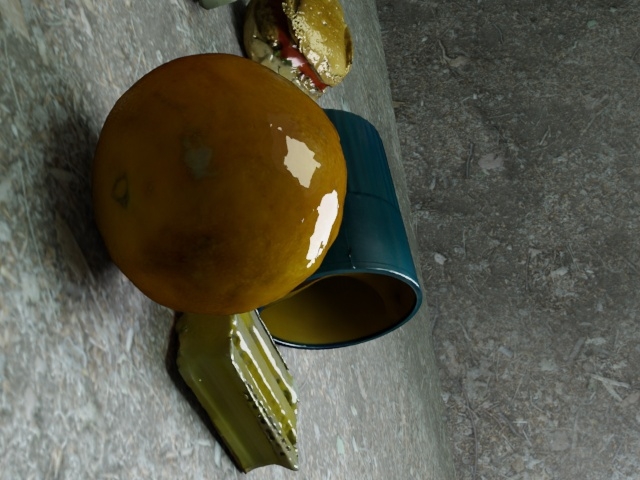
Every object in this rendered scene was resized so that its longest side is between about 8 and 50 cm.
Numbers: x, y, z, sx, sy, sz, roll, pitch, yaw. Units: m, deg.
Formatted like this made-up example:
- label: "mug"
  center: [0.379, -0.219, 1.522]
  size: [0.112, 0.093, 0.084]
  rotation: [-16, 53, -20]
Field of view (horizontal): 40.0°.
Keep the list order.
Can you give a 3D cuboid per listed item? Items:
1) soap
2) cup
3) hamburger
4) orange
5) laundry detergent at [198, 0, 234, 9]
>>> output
- label: "soap"
  center: [-0.094, 0.166, 1.049]
  size: [0.135, 0.076, 0.233]
  rotation: [-90, 161, -48]
- label: "cup"
  center: [0.016, -0.007, 1.332]
  size: [0.308, 0.242, 0.292]
  rotation: [49, 27, -56]
- label: "hamburger"
  center: [-0.047, -0.374, 1.633]
  size: [0.244, 0.163, 0.244]
  rotation: [38, 40, -42]
- label: "orange"
  center: [-0.102, -0.054, 0.869]
  size: [0.261, 0.261, 0.261]
  rotation: [-15, 90, -77]
- label: "laundry detergent"
  center: [-0.190, -0.498, 1.352]
  size: [0.181, 0.091, 0.253]
  rotation: [-75, 148, -54]
